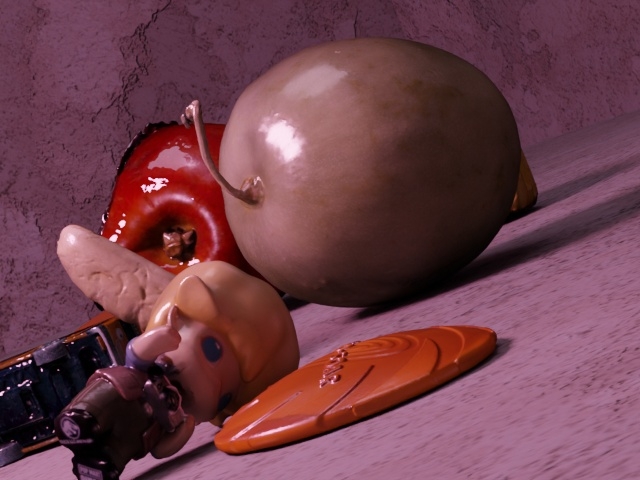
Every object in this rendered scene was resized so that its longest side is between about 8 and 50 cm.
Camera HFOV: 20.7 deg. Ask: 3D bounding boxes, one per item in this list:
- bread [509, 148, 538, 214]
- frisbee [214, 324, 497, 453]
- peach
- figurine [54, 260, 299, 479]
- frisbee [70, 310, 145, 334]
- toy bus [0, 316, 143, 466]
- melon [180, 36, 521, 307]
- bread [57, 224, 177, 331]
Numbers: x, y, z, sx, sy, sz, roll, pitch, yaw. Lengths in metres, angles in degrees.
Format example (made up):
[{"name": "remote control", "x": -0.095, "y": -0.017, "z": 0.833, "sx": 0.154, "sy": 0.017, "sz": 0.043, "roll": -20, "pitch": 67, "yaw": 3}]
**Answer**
[{"name": "bread", "x": 0.128, "y": -0.061, "z": 2.138, "sx": 0.253, "sy": 0.142, "sz": 0.227, "roll": -20, "pitch": 10, "yaw": -8}, {"name": "frisbee", "x": 0.019, "y": 0.085, "z": 1.112, "sx": 0.192, "sy": 0.035, "sz": 0.192, "roll": -21, "pitch": 3, "yaw": 1}, {"name": "peach", "x": -0.102, "y": -0.006, "z": 2.072, "sx": 0.201, "sy": 0.257, "sz": 0.362, "roll": 12, "pitch": 3, "yaw": 24}, {"name": "figurine", "x": -0.096, "y": 0.090, "z": 1.174, "sx": 0.108, "sy": 0.114, "sz": 0.196, "roll": -19, "pitch": 11, "yaw": 38}, {"name": "frisbee", "x": -0.227, "y": 0.114, "z": 1.825, "sx": 0.251, "sy": 0.021, "sz": 0.251, "roll": -31, "pitch": 14, "yaw": 9}, {"name": "toy bus", "x": -0.231, "y": 0.131, "z": 1.544, "sx": 0.182, "sy": 0.091, "sz": 0.103, "roll": -22, "pitch": 3, "yaw": 24}, {"name": "melon", "x": 0.047, "y": -0.065, "z": 1.631, "sx": 0.308, "sy": 0.272, "sz": 0.272, "roll": -30, "pitch": 5, "yaw": -19}, {"name": "bread", "x": -0.136, "y": 0.057, "z": 1.501, "sx": 0.053, "sy": 0.214, "sz": 0.073, "roll": -61, "pitch": -4, "yaw": -13}]
